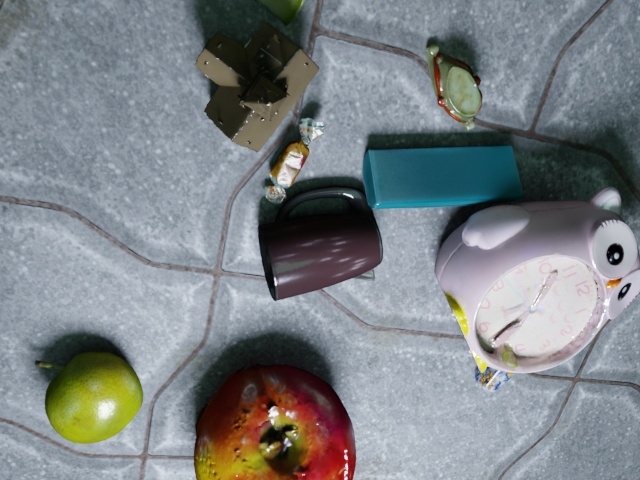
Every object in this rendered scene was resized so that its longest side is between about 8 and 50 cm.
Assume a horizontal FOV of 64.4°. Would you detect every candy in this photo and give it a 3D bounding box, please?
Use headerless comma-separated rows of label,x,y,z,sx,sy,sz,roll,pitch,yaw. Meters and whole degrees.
candy,-0.053,-0.152,0.953,0.053,0.046,0.182,25,110,-24

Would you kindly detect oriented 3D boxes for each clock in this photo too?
clock,0.435,0.070,1.039,0.376,0.251,0.369,-26,115,7

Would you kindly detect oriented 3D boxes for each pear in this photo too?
pear,-0.461,0.292,1.003,0.216,0.166,0.180,44,112,-2

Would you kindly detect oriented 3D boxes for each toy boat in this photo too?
toy boat,0.253,-0.281,0.948,0.089,0.071,0.185,-33,114,5

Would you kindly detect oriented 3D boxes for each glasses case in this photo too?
glasses case,0.460,0.255,1.210,0.065,0.087,0.248,33,104,-9
glasses case,0.237,-0.120,0.999,0.300,0.070,0.117,-2,73,-12

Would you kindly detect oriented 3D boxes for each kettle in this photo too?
kettle,0.000,0.000,0.994,0.232,0.144,0.202,-12,84,-14

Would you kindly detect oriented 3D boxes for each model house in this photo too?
model house,-0.107,-0.243,0.791,0.176,0.248,0.181,34,101,-22

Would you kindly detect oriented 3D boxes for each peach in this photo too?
peach,-0.109,0.467,1.092,0.338,0.354,0.417,9,152,-9

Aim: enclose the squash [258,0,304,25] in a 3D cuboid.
squash,-0.065,-0.523,0.809,0.236,0.155,0.204,38,138,-25
